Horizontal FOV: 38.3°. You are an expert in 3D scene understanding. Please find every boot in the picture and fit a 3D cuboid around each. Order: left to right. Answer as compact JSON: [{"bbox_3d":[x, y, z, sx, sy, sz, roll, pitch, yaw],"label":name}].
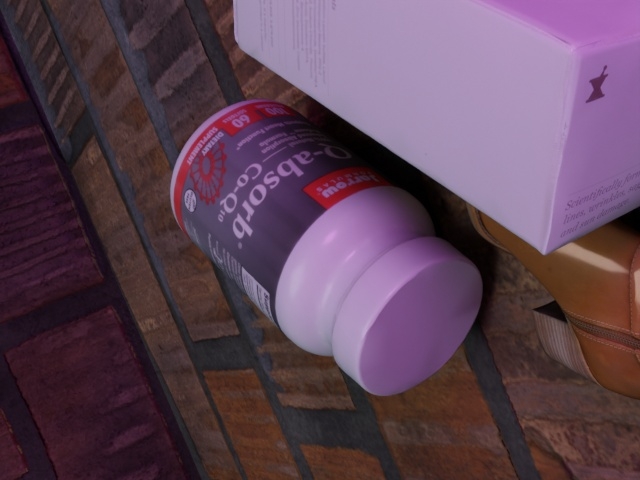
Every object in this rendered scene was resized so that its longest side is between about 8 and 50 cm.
[{"bbox_3d":[0.236,0.014,0.739,0.220,0.109,0.284,15,128,62],"label":"boot"}]

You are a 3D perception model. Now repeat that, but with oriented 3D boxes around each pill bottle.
[{"bbox_3d":[0.000,0.000,1.052,0.363,0.210,0.210,40,143,40],"label":"pill bottle"}]

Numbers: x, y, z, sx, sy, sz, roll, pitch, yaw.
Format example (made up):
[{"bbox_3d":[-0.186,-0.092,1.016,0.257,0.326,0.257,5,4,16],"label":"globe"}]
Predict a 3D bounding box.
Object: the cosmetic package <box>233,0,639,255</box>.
[{"bbox_3d":[0.116,-0.174,0.709,0.385,0.217,0.156,44,145,41],"label":"cosmetic package"}]
